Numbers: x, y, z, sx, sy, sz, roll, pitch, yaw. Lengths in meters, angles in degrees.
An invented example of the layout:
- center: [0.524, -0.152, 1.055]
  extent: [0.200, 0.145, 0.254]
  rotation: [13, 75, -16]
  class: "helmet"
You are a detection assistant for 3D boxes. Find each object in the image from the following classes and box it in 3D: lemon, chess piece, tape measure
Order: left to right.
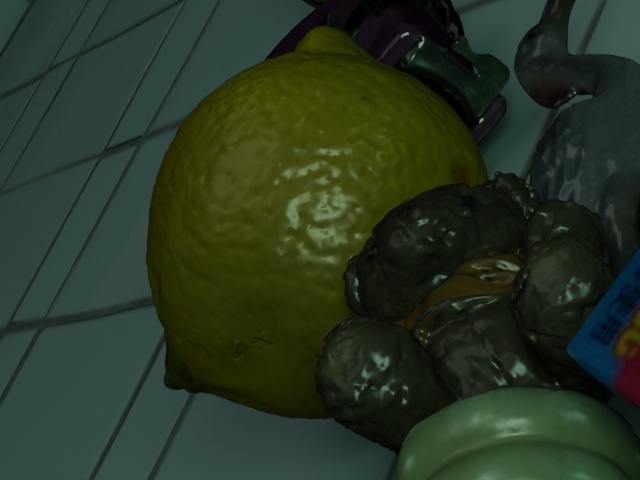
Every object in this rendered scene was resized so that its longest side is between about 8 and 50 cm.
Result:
- center: [0.002, -0.009, 1.163]
  extent: [0.228, 0.228, 0.253]
  rotation: [-144, 69, -68]
  class: "lemon"
- center: [0.020, -0.095, 1.374]
  extent: [0.245, 0.149, 0.231]
  rotation: [-50, 23, 10]
  class: "tape measure"
- center: [0.105, 0.197, 0.829]
  extent: [0.133, 0.133, 0.243]
  rotation: [-41, 32, 31]
  class: "chess piece"

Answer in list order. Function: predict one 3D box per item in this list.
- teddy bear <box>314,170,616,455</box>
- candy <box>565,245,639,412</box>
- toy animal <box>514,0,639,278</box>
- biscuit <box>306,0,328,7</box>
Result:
- center: [0.082, 0.040, 0.976]
  extent: [0.177, 0.140, 0.190]
  rotation: [-29, 39, 10]
  class: "teddy bear"
- center: [0.246, 0.057, 0.719]
  extent: [0.157, 0.100, 0.306]
  rotation: [-54, 30, 1]
  class: "candy"
- center: [0.177, -0.044, 1.053]
  extent: [0.195, 0.090, 0.324]
  rotation: [-50, 33, 9]
  class: "toy animal"
- center: [0.022, -0.232, 1.645]
  extent: [0.054, 0.094, 0.379]
  rotation: [-59, 21, 5]
  class: "biscuit"
